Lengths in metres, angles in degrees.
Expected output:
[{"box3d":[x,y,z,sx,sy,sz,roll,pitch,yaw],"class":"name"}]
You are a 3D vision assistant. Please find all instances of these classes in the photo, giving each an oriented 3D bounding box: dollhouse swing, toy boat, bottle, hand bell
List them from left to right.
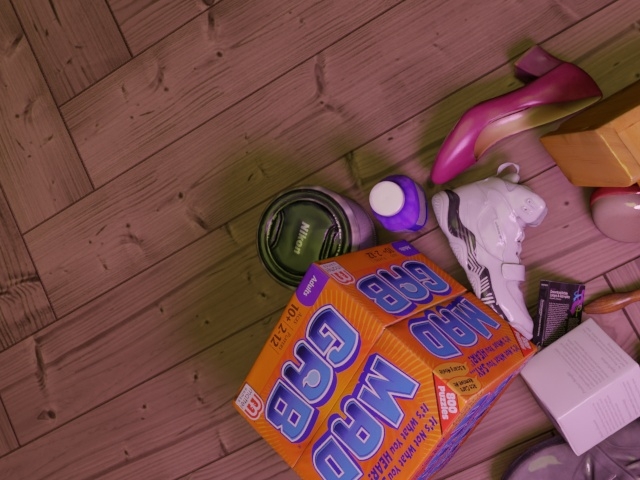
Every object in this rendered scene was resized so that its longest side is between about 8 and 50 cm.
[{"box3d":[0.162,-0.077,1.501,0.092,0.283,0.118,-10,87,16],"class":"bottle"},{"box3d":[0.656,0.105,1.460,0.241,0.126,0.126,-20,83,27],"class":"hand bell"},{"box3d":[0.663,-0.090,1.449,0.230,0.151,0.151,-4,57,15],"class":"toy boat"},{"box3d":[0.681,-0.151,1.357,0.346,0.315,0.305,-30,98,-6],"class":"dollhouse swing"}]

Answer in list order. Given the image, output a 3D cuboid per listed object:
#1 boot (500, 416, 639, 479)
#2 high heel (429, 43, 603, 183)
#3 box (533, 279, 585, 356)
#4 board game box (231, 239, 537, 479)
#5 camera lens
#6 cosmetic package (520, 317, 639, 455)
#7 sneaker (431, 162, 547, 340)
[{"box3d":[0.528,0.485,1.403,0.338,0.118,0.223,-37,36,13],"class":"boot"},{"box3d":[0.404,-0.231,1.512,0.181,0.127,0.377,43,96,24],"class":"high heel"},{"box3d":[0.493,0.165,1.492,0.029,0.116,0.162,9,91,58],"class":"box"},{"box3d":[0.124,0.261,1.393,0.356,0.356,0.356,41,117,23],"class":"board game box"},{"box3d":[0.000,0.000,1.549,0.219,0.274,0.220,-1,88,16],"class":"camera lens"},{"box3d":[0.518,0.286,1.413,0.183,0.151,0.151,-35,36,4],"class":"cosmetic package"},{"box3d":[0.399,0.019,1.504,0.210,0.137,0.366,-30,77,16],"class":"sneaker"}]
